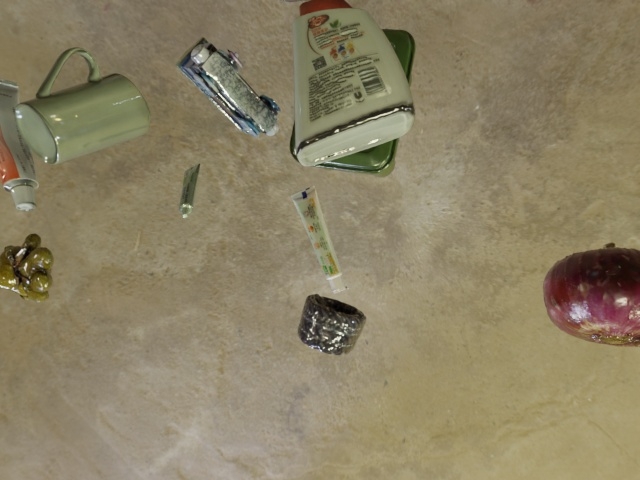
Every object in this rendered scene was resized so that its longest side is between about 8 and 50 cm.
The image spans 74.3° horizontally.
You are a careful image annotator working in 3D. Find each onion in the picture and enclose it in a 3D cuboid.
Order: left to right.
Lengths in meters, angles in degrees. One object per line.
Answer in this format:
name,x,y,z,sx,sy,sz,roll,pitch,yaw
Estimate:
onion,0.673,0.117,0.997,0.256,0.230,0.272,-19,59,8

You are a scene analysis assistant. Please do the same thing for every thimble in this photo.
thimble,0.016,0.124,0.616,0.095,0.104,0.066,16,93,-15

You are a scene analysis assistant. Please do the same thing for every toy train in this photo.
toy train,-0.247,-0.408,1.161,0.131,0.202,0.299,-49,130,-4

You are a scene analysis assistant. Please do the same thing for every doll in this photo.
doll,-0.590,0.060,0.839,0.209,0.097,0.137,-11,93,43

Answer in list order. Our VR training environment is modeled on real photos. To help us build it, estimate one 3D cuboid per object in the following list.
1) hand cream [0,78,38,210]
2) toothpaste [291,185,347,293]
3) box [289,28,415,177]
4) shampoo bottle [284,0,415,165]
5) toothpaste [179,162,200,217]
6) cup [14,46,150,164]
hand cream,-0.420,-0.136,0.566,0.038,0.052,0.216,-25,74,-1
toothpaste,0.000,0.000,1.224,0.058,0.056,0.314,-17,84,-26
box,0.091,-0.315,1.014,0.252,0.178,0.329,12,90,21
shampoo bottle,0.012,-0.242,0.550,0.153,0.071,0.284,-17,66,4
toothpaste,-0.309,-0.119,0.992,0.048,0.197,0.029,-25,132,13
cup,-0.187,-0.105,0.335,0.054,0.083,0.075,30,132,14
